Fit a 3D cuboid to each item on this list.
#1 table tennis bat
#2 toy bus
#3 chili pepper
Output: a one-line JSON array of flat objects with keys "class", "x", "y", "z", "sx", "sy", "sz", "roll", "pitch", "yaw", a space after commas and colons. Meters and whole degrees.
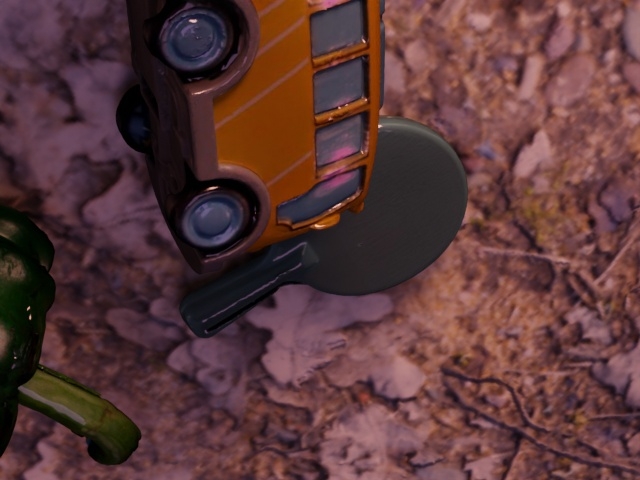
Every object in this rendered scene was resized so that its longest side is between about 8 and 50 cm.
[{"class": "table tennis bat", "x": 0.000, "y": 0.000, "z": 0.893, "sx": 0.201, "sy": 0.033, "sz": 0.124, "roll": -32, "pitch": 125, "yaw": 5}, {"class": "toy bus", "x": -0.036, "y": -0.094, "z": 0.761, "sx": 0.136, "sy": 0.126, "sz": 0.209, "roll": -14, "pitch": 127, "yaw": -17}, {"class": "chili pepper", "x": -0.209, "y": 0.056, "z": 0.797, "sx": 0.261, "sy": 0.174, "sz": 0.165, "roll": 16, "pitch": 94, "yaw": -24}]
